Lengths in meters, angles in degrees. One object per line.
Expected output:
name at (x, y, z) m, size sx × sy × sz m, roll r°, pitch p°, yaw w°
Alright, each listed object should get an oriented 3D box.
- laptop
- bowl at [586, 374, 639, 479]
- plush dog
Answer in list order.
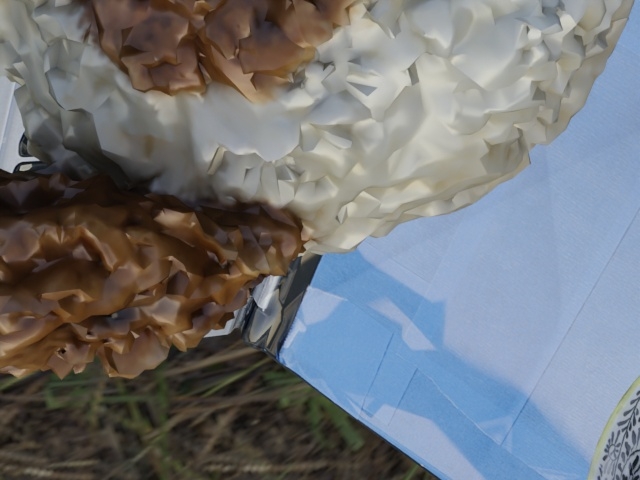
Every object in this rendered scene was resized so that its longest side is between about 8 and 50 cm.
laptop at (0.000, 0.000, 0.741) m, size 0.408 × 0.382 × 0.236 m, roll -5°, pitch 50°, yaw -26°
bowl at (0.171, 0.115, 0.695) m, size 0.170 × 0.080 × 0.170 m, roll 1°, pitch 72°, yaw -4°
plush dog at (-0.040, -0.093, 0.376) m, size 0.225 × 0.210 × 0.262 m, roll 44°, pitch 84°, yaw 8°
